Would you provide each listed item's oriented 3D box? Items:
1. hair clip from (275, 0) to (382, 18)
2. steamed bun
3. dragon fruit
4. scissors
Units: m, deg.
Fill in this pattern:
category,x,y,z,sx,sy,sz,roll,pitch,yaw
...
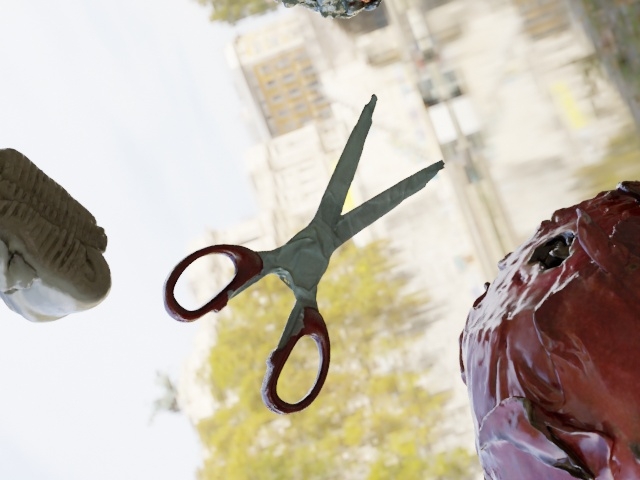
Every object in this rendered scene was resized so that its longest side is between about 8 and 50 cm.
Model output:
category,x,y,z,sx,sy,sz,roll,pitch,yaw
hair clip,0.060,-0.304,0.967,0.321,0.138,0.091,-66,27,23
steamed bun,-0.369,0.015,1.609,0.218,0.144,0.211,38,-158,-22
dragon fruit,0.191,0.090,0.695,0.252,0.241,0.241,58,-176,9
scissors,0.000,0.000,0.996,0.144,0.248,0.017,45,156,-13
